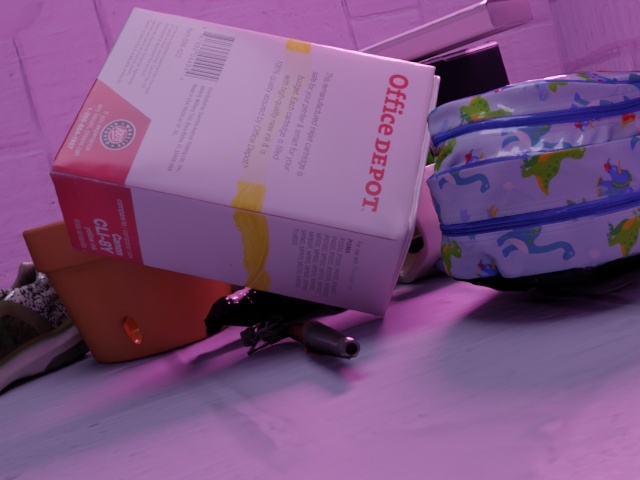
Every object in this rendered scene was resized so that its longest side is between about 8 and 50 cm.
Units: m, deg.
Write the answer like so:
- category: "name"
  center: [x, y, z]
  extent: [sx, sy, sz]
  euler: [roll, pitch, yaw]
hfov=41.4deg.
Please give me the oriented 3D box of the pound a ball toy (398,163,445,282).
- category: "pound a ball toy"
  center: [0.233, -0.027, 1.229]
  extent: [0.319, 0.136, 0.208]
  euler: [-20, -23, -25]

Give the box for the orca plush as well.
- category: "orca plush"
  center: [-0.009, 0.049, 1.084]
  extent: [0.102, 0.151, 0.287]
  euler: [29, 30, 33]

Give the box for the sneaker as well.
- category: "sneaker"
  center: [-0.485, 0.124, 1.136]
  extent: [0.158, 0.182, 0.410]
  euler: [-12, 6, 22]

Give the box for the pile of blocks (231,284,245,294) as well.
- category: "pile of blocks"
  center: [-0.133, 0.036, 1.411]
  extent: [0.362, 0.113, 0.149]
  euler: [-3, 49, 42]

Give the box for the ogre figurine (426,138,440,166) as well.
- category: "ogre figurine"
  center: [0.211, -0.121, 1.300]
  extent: [0.118, 0.197, 0.097]
  euler: [-45, 35, 3]

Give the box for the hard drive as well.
- category: "hard drive"
  center: [0.153, -0.321, 1.416]
  extent: [0.353, 0.047, 0.233]
  euler: [-14, 9, 32]

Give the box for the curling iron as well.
- category: "curling iron"
  center: [-0.017, 0.103, 0.855]
  extent: [0.068, 0.035, 0.274]
  euler: [-21, 6, -21]

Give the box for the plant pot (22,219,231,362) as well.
- category: "plant pot"
  center: [-0.244, 0.045, 1.196]
  extent: [0.290, 0.204, 0.291]
  euler: [-15, 5, 1]

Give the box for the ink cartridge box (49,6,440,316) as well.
- category: "ink cartridge box"
  center: [-0.074, -0.096, 1.001]
  extent: [0.384, 0.279, 0.160]
  euler: [12, -37, 4]

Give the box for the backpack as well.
- category: "backpack"
  center: [0.263, -0.063, 0.883]
  extent: [0.290, 0.273, 0.355]
  euler: [1, 27, 48]

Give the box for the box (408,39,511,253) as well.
- category: "box"
  center: [0.057, -0.133, 1.581]
  extent: [0.480, 0.297, 0.471]
  euler: [-25, 11, -42]
